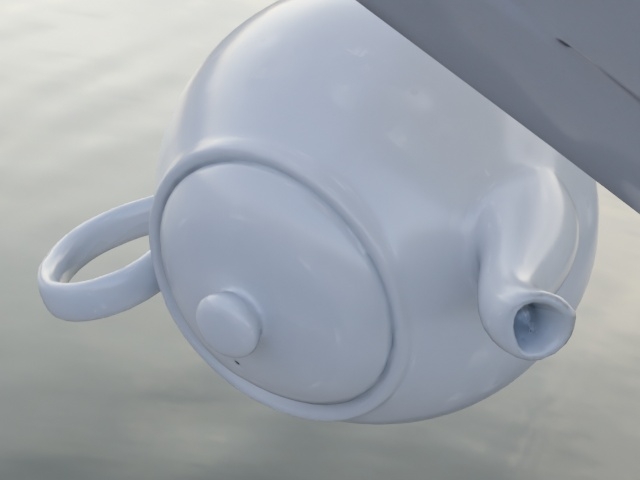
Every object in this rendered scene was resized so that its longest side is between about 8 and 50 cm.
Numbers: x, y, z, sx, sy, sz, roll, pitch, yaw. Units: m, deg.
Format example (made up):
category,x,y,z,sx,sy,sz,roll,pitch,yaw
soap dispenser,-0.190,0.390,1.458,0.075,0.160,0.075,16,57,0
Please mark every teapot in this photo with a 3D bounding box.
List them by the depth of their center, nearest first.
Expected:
category,x,y,z,sx,sy,sz,roll,pitch,yaw
teapot,0.000,0.000,0.685,0.252,0.256,0.187,42,47,11

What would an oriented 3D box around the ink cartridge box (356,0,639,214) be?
category,x,y,z,sx,sy,sz,roll,pitch,yaw
ink cartridge box,0.172,-0.221,0.460,0.270,0.395,0.151,35,-16,-12
